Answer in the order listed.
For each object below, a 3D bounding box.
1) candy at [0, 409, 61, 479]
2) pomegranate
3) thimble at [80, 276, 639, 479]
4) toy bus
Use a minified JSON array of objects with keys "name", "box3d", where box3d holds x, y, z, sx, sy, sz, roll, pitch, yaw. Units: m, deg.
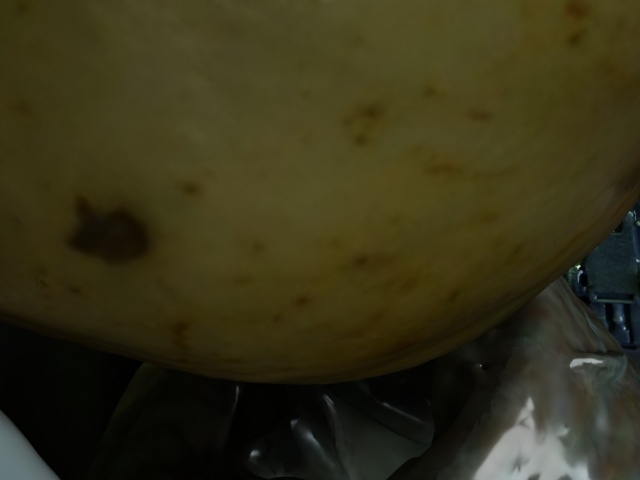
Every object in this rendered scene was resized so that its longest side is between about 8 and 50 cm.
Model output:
[{"name":"candy","box3d":[-0.195,0.061,0.420,0.208,0.145,0.359,-53,139,-24]},{"name":"pomegranate","box3d":[0.001,-0.105,0.511,0.342,0.342,0.342,-16,109,-59]},{"name":"thimble","box3d":[0.031,0.092,0.663,0.148,0.229,0.196,45,65,-25]},{"name":"toy bus","box3d":[0.187,-0.023,1.199,0.075,0.064,0.190,-46,133,-56]}]
